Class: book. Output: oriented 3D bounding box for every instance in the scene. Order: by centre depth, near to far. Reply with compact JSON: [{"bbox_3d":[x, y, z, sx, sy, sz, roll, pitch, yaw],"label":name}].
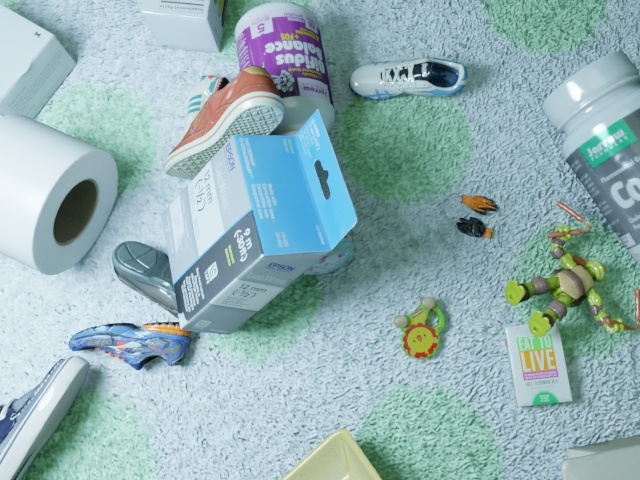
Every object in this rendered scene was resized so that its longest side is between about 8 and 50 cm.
[{"bbox_3d":[0.395,0.225,1.135,0.096,0.035,0.144,-8,78,3],"label":"book"}]

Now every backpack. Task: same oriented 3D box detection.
[{"bbox_3d":[0.000,0.000,1.114,0.152,0.182,0.115,-28,78,-7],"label":"backpack"}]

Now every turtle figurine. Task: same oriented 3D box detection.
[{"bbox_3d":[0.444,0.073,1.138,0.217,0.087,0.269,-22,78,-22],"label":"turtle figurine"}]

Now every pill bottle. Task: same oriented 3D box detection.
[{"bbox_3d":[0.577,-0.147,1.132,0.204,0.204,0.361,-29,77,-6],"label":"pill bottle"},{"bbox_3d":[-0.063,-0.283,1.190,0.169,0.169,0.301,-10,77,-2],"label":"pill bottle"}]

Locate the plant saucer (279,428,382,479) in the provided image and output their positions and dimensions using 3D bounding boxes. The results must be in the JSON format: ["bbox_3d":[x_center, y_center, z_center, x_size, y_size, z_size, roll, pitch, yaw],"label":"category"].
[{"bbox_3d":[0.009,0.525,0.967,0.333,0.081,0.333,-41,40,-3],"label":"plant saucer"}]

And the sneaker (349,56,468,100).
[{"bbox_3d":[0.176,-0.330,1.242,0.237,0.086,0.085,-1,78,2],"label":"sneaker"}]

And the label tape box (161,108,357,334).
[{"bbox_3d":[-0.117,-0.036,1.027,0.348,0.115,0.249,-42,51,33],"label":"label tape box"}]

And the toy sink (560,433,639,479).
[{"bbox_3d":[0.503,0.418,1.035,0.234,0.131,0.152,-10,76,-7],"label":"toy sink"}]

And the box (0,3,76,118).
[{"bbox_3d":[-0.632,-0.355,1.240,0.182,0.119,0.181,31,78,8],"label":"box"}]

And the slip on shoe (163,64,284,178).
[{"bbox_3d":[-0.181,-0.199,1.124,0.123,0.331,0.101,9,63,-38],"label":"slip on shoe"}]

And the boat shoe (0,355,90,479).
[{"bbox_3d":[-0.557,0.322,1.070,0.158,0.127,0.340,32,80,0],"label":"boat shoe"}]

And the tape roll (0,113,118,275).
[{"bbox_3d":[-0.504,-0.081,1.109,0.169,0.246,0.246,23,78,6],"label":"tape roll"}]

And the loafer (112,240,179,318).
[{"bbox_3d":[-0.267,0.094,1.160,0.268,0.084,0.096,30,48,4],"label":"loafer"}]

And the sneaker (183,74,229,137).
[{"bbox_3d":[-0.246,-0.264,1.253,0.075,0.057,0.161,20,78,22],"label":"sneaker"}]

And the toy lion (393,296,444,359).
[{"bbox_3d":[0.189,0.167,1.152,0.100,0.034,0.096,-34,85,-7],"label":"toy lion"}]

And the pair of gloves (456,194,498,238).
[{"bbox_3d":[0.305,-0.047,1.210,0.074,0.010,0.083,15,80,3],"label":"pair of gloves"}]

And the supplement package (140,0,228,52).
[{"bbox_3d":[-0.263,-0.529,1.268,0.134,0.139,0.244,6,78,3],"label":"supplement package"}]

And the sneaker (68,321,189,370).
[{"bbox_3d":[-0.349,0.193,1.127,0.221,0.083,0.087,-2,84,4],"label":"sneaker"}]
